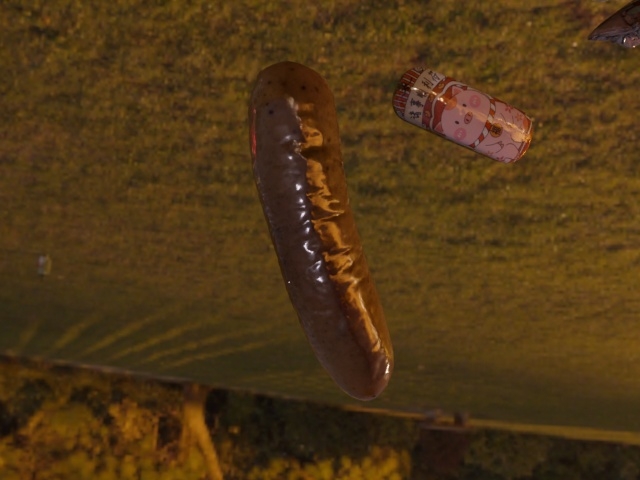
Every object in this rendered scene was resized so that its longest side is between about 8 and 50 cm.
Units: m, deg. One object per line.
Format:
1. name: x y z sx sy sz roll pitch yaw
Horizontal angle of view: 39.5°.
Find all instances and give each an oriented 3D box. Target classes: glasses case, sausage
1. glasses case: 0.256 -0.225 1.605 0.266 0.103 0.067 21 180 -10
2. sausage: -0.002 0.001 1.242 0.123 0.501 0.136 -4 -164 45

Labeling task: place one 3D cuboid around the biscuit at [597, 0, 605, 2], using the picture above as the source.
1. biscuit: 0.452 -0.529 1.457 0.144 0.078 0.426 21 170 12

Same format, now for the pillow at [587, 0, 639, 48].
1. pillow: 0.484 -0.318 1.227 0.135 0.049 0.248 -34 -167 -13
